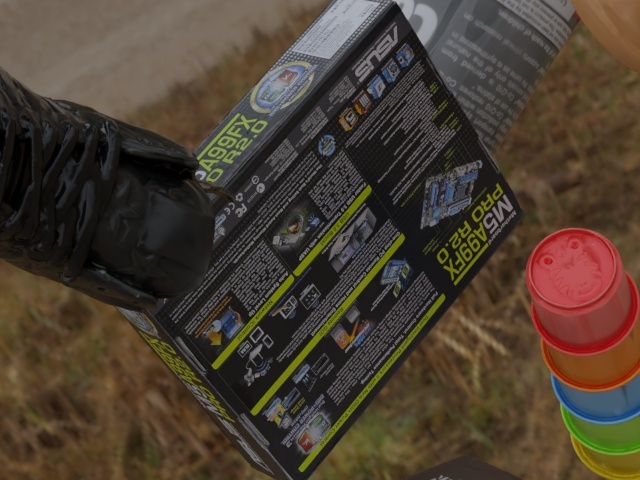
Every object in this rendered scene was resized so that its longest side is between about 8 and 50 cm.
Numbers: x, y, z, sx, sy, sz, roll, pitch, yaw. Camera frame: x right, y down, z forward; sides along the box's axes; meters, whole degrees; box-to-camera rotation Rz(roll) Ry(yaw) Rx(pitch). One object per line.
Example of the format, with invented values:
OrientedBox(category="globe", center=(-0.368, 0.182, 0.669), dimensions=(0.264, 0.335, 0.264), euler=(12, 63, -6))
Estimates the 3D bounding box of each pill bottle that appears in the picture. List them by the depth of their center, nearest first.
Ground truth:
OrientedBox(category="pill bottle", center=(0.081, -0.124, 1.380), dimensions=(0.283, 0.161, 0.161), euler=(-58, 39, 3))

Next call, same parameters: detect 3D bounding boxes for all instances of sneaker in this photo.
OrientedBox(category="sneaker", center=(-0.064, -0.014, 0.425), dimensions=(0.170, 0.089, 0.051), euler=(175, 115, -85))

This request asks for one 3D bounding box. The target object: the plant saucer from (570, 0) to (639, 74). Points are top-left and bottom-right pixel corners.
OrientedBox(category="plant saucer", center=(0.228, -0.195, 1.060), dimensions=(0.200, 0.200, 0.037), euler=(-54, 19, -27))

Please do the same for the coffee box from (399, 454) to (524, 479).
OrientedBox(category="coffee box", center=(0.085, 0.333, 1.279), dimensions=(0.168, 0.297, 0.119), euler=(-13, 24, -42))

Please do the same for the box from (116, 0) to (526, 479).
OrientedBox(category="box", center=(0.000, 0.000, 1.166), dimensions=(0.270, 0.216, 0.060), euler=(-49, 38, -17))

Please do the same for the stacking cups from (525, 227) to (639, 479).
OrientedBox(category="stacking cups", center=(0.209, 0.089, 1.237), dimensions=(0.096, 0.316, 0.096), euler=(-6, 66, 13))
